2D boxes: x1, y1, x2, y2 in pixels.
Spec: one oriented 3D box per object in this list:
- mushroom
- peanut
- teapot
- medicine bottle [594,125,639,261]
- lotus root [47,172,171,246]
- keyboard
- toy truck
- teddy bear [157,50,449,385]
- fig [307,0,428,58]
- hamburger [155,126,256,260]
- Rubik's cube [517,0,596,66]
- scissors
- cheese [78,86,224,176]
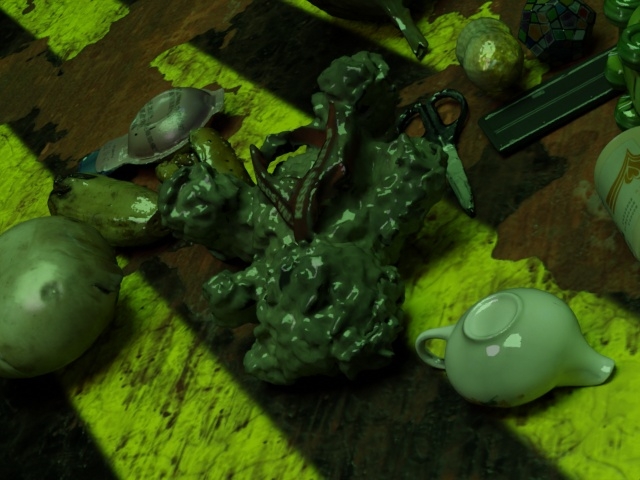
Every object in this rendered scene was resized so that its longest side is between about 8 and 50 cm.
[{"bbox_3d":[-0.373,0.082,1.800,0.255,0.184,0.255,-19,34,13],"label":"mushroom"},{"bbox_3d":[0.230,-0.256,1.824,0.087,0.087,0.206,-25,15,10],"label":"peanut"},{"bbox_3d":[0.188,0.108,1.385,0.226,0.092,0.145,-2,41,43],"label":"teapot"},{"bbox_3d":[0.372,-0.018,1.377,0.114,0.114,0.252,-27,32,7],"label":"medicine bottle"},{"bbox_3d":[-0.315,-0.040,2.009,0.258,0.097,0.110,16,61,41],"label":"lotus root"},{"bbox_3d":[0.290,-0.177,1.739,0.381,0.041,0.103,-23,35,0],"label":"keyboard"},{"bbox_3d":[0.436,-0.217,1.587,0.211,0.148,0.187,7,47,17],"label":"toy truck"},{"bbox_3d":[0.000,0.000,1.582,0.357,0.224,0.367,-32,38,13],"label":"teddy bear"},{"bbox_3d":[0.080,-0.426,2.102,0.286,0.286,0.368,-25,55,11],"label":"fig"},{"bbox_3d":[-0.135,-0.060,1.823,0.113,0.177,0.185,-40,76,-14],"label":"hamburger"},{"bbox_3d":[0.322,-0.293,1.817,0.093,0.111,0.111,-49,27,19],"label":"Rubik's cube"},{"bbox_3d":[0.167,-0.114,1.771,0.109,0.022,0.300,-29,32,11],"label":"scissors"},{"bbox_3d":[-0.279,-0.171,2.176,0.286,0.074,0.189,-27,31,13],"label":"cheese"}]
